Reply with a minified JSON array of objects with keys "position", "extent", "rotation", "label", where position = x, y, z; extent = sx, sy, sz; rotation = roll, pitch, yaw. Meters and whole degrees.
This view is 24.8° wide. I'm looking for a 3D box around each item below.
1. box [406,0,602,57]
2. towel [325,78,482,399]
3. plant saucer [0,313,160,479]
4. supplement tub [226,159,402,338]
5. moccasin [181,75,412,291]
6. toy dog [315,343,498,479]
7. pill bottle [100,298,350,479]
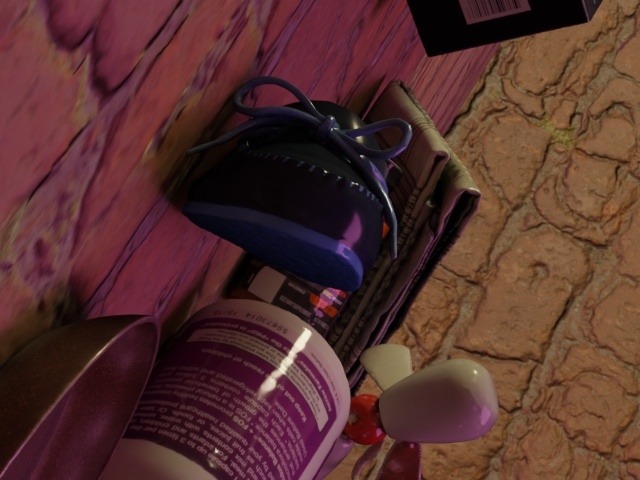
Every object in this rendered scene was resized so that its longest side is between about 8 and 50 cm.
[{"position":[0.173,-0.246,1.286],"extent":[0.158,0.156,0.093],"rotation":[-53,128,-50],"label":"box"},{"position":[0.038,0.005,1.541],"extent":[0.312,0.056,0.324],"rotation":[-58,-158,16],"label":"towel"},{"position":[-0.190,0.165,0.805],"extent":[0.310,0.050,0.310],"rotation":[-59,176,-7],"label":"plant saucer"},{"position":[0.000,0.000,1.403],"extent":[0.198,0.106,0.106],"rotation":[-60,175,-5],"label":"supplement tub"},{"position":[-0.022,-0.045,0.954],"extent":[0.117,0.138,0.342],"rotation":[-63,-171,-2],"label":"moccasin"},{"position":[0.017,0.193,1.351],"extent":[0.161,0.334,0.220],"rotation":[29,73,-55],"label":"toy dog"},{"position":[-0.103,0.189,1.134],"extent":[0.301,0.169,0.169],"rotation":[-53,172,-52],"label":"pill bottle"}]
